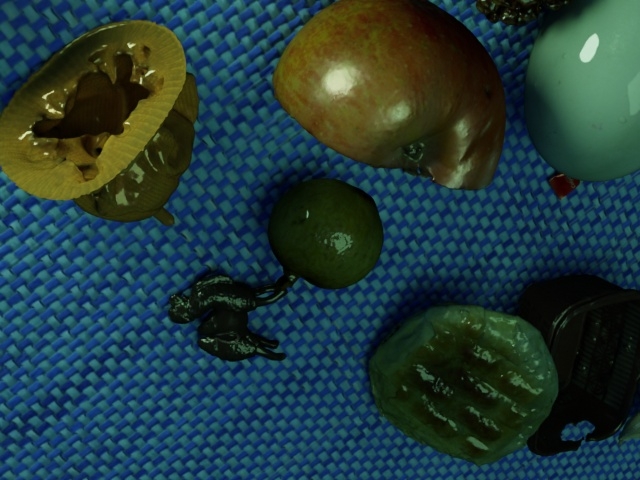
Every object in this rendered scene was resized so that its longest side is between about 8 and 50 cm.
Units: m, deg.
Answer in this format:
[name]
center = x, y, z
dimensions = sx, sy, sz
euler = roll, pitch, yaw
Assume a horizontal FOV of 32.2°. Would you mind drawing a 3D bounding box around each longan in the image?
[longan]
center = 0.000, 0.000, 1.450
dimensions = 0.155, 0.145, 0.176
euler = 43, 97, -11

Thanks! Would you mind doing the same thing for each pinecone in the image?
[pinecone]
center = 0.250, -0.345, 1.379
dimensions = 0.173, 0.173, 0.174
euler = -13, 122, -21

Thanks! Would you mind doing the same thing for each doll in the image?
[doll]
center = -0.125, 0.105, 1.505
dimensions = 0.165, 0.057, 0.139
euler = -2, 120, -16

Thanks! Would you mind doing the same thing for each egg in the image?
[egg]
center = 0.403, -0.254, 1.457
dimensions = 0.230, 0.230, 0.371
euler = 14, 106, -33

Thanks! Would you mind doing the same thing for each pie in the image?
[pie]
center = 0.212, 0.215, 1.659
dimensions = 0.306, 0.071, 0.306
euler = 3, 121, 6

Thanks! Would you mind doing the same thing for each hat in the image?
[hat]
center = -0.213, -0.079, 1.272
dimensions = 0.233, 0.244, 0.233
euler = -28, 141, -1

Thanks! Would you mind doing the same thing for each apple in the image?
[apple]
center = 0.106, -0.199, 1.319
dimensions = 0.293, 0.251, 0.163
euler = 7, 123, -30

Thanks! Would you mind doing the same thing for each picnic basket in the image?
[picnic basket]
center = 0.402, 0.182, 1.773
dimensions = 0.222, 0.129, 0.297
euler = -9, 122, -24

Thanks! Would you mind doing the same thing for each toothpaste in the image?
[toothpaste]
center = 0.426, -0.135, 1.665
dimensions = 0.190, 0.031, 0.048
euler = -39, 131, 2

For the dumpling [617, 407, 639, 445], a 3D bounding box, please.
[dumpling]
center = 0.633, 0.256, 1.860
dimensions = 0.315, 0.233, 0.395
euler = -44, 161, 12
